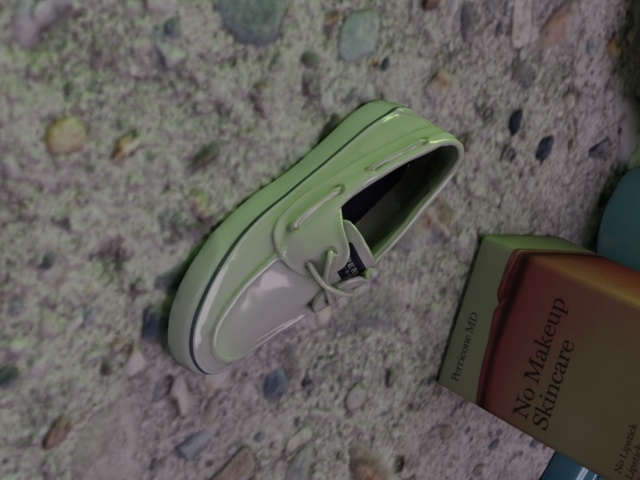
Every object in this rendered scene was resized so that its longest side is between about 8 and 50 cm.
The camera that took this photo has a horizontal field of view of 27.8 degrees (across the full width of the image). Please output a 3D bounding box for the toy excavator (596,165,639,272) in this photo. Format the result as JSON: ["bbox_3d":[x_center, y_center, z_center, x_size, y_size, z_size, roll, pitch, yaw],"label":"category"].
[{"bbox_3d":[0.377,-0.061,1.202,0.445,0.222,0.433,40,79,-40],"label":"toy excavator"}]

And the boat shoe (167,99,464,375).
[{"bbox_3d":[0.000,0.000,0.913,0.258,0.084,0.095,-49,137,-16],"label":"boat shoe"}]

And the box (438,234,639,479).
[{"bbox_3d":[0.239,0.102,1.101,0.127,0.232,0.149,2,108,-46],"label":"box"}]

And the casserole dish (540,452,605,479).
[{"bbox_3d":[0.271,0.274,1.374,0.114,0.037,0.188,37,82,-49],"label":"casserole dish"}]
